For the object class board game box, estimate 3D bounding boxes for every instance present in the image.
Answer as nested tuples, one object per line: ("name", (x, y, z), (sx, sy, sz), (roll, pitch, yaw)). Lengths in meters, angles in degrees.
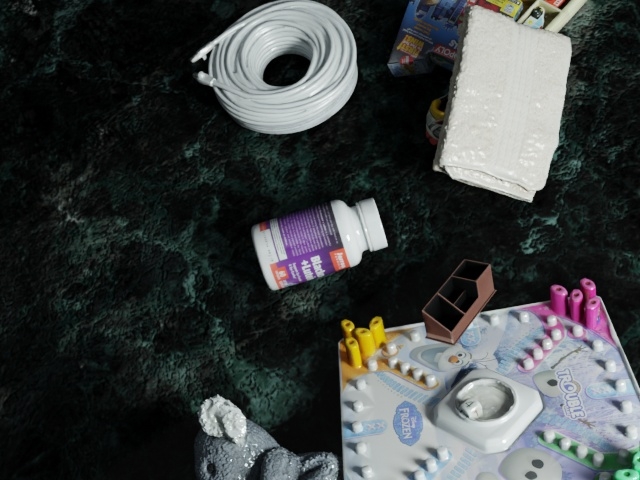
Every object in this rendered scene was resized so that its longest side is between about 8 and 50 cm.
("board game box", (0.215, 0.209, 1.221), (0.390, 0.050, 0.390), (-11, 34, 6))
("board game box", (0.210, -0.346, 1.578), (0.194, 0.060, 0.194), (32, 88, 23))

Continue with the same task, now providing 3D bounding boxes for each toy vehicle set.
("toy vehicle set", (0.381, -0.449, 1.633), (0.166, 0.035, 0.267), (36, 75, 25))

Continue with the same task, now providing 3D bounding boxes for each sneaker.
("sneaker", (0.274, -0.228, 1.508), (0.225, 0.093, 0.088), (-29, 61, -5))

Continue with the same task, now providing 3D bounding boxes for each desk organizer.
("desk organizer", (0.195, 0.085, 1.317), (0.047, 0.050, 0.130), (12, 41, 35))

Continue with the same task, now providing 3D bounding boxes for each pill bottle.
("pill bottle", (0.000, 0.000, 1.438), (0.193, 0.108, 0.108), (-17, 61, 3))

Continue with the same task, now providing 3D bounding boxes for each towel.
("towel", (0.283, -0.212, 1.448), (0.187, 0.049, 0.282), (14, 80, -17))

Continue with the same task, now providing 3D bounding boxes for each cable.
("cable", (-0.062, -0.298, 1.617), (0.257, 0.089, 0.257), (-44, 64, -13))

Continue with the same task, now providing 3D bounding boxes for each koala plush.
("koala plush", (-0.085, 0.318, 1.258), (0.203, 0.196, 0.221), (-39, 61, -22))
